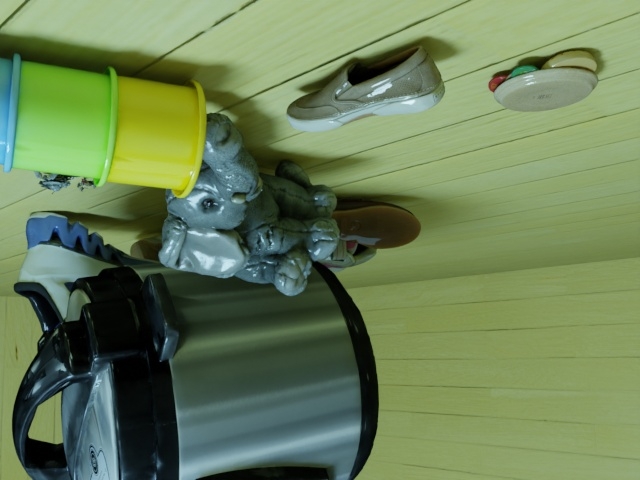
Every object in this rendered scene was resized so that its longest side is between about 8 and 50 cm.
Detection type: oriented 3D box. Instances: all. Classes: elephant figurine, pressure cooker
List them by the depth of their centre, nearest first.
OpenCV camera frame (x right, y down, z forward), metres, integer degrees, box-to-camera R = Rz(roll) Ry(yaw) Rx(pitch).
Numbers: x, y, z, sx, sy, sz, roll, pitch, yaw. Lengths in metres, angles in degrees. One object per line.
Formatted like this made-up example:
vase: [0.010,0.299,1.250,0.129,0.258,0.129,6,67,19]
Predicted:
elephant figurine: [-0.105,-0.043,0.673,0.239,0.186,0.169,24,-162,-47]
pressure cooker: [-0.183,0.209,0.861,0.421,0.369,0.376,-3,-175,-31]

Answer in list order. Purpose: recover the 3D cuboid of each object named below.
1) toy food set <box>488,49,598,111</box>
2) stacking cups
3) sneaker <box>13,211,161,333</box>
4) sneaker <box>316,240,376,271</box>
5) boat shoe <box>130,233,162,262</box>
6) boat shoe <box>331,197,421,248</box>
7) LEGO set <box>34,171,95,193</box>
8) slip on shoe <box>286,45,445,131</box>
toy food set: [0.181,-0.126,0.519,0.083,0.020,0.083,-6,171,24]
stacking cups: [-0.241,-0.087,0.430,0.316,0.095,0.096,3,170,-29]
sneaker: [-0.352,0.104,1.033,0.316,0.182,0.127,30,150,-30]
sneaker: [0.000,0.000,1.083,0.111,0.102,0.252,-17,170,42]
boat shoe: [-0.251,0.026,1.168,0.277,0.098,0.096,-6,-162,47]
boat shoe: [0.046,-0.034,0.966,0.207,0.073,0.073,4,-152,-15]
LEGO set: [-0.310,-0.067,0.774,0.054,0.023,0.083,-11,168,43]
slip on shoe: [0.027,-0.117,0.491,0.135,0.051,0.041,1,135,37]
